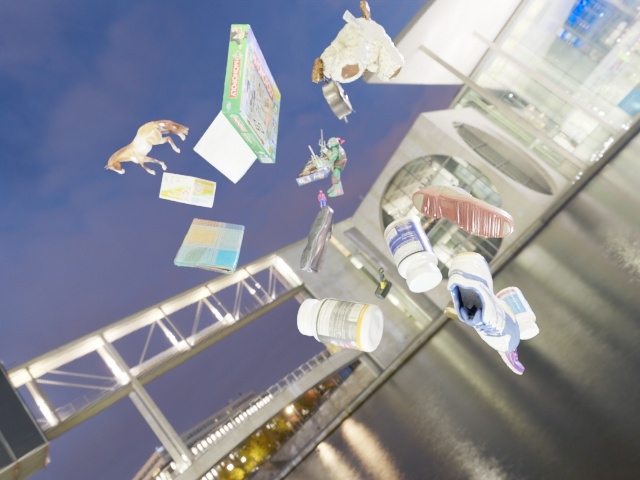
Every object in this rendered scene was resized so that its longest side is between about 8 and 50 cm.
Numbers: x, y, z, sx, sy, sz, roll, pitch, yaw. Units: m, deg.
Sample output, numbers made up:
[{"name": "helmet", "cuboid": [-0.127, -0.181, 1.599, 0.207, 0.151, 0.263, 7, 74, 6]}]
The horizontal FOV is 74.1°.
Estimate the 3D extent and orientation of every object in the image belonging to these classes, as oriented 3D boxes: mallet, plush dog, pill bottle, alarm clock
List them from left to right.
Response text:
[{"name": "alarm clock", "cuboid": [0.051, -0.512, 1.485, 0.064, 0.192, 0.129, -30, 30, 20]}, {"name": "pill bottle", "cuboid": [0.069, 0.290, 1.500, 0.162, 0.278, 0.162, -10, -79, -59]}, {"name": "plush dog", "cuboid": [0.086, -0.557, 1.270, 0.262, 0.211, 0.225, -17, 3, -35]}, {"name": "mallet", "cuboid": [0.183, 0.131, 1.280, 0.062, 0.039, 0.190, -60, -21, -10]}, {"name": "pill bottle", "cuboid": [0.352, 0.053, 1.613, 0.153, 0.265, 0.153, -10, -37, -8]}, {"name": "pill bottle", "cuboid": [0.914, 0.338, 1.968, 0.124, 0.222, 0.124, -6, -44, -5]}]

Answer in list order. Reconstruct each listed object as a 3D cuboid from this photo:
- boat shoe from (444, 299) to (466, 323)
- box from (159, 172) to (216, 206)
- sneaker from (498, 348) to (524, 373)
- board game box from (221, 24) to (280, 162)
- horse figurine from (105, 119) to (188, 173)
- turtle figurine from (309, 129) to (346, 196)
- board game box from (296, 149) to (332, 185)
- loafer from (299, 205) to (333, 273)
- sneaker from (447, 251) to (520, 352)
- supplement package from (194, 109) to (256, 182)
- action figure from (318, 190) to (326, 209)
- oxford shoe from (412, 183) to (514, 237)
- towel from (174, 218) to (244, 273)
[{"name": "boat shoe", "cuboid": [0.425, 0.210, 1.179, 0.056, 0.152, 0.049, 82, -148, -67]}, {"name": "box", "cuboid": [-0.534, -0.203, 1.704, 0.114, 0.203, 0.103, 7, -85, -56]}, {"name": "sneaker", "cuboid": [0.587, 0.335, 1.318, 0.071, 0.170, 0.068, -31, -4, 14]}, {"name": "board game box", "cuboid": [-0.167, -0.354, 1.087, 0.317, 0.046, 0.214, 49, -135, -78]}, {"name": "horse figurine", "cuboid": [-0.553, -0.307, 1.382, 0.263, 0.066, 0.174, -41, -32, 16]}, {"name": "turtle figurine", "cuboid": [0.039, -0.287, 1.555, 0.175, 0.118, 0.235, -52, -46, -64]}, {"name": "board game box", "cuboid": [-0.012, -0.376, 2.166, 0.164, 0.042, 0.243, -15, 30, 27]}, {"name": "loafer", "cuboid": [0.000, 0.000, 1.861, 0.109, 0.095, 0.303, 2, 69, 61]}, {"name": "sneaker", "cuboid": [0.383, 0.177, 1.028, 0.111, 0.297, 0.131, -20, 21, 43]}, {"name": "supplement package", "cuboid": [-0.343, -0.379, 1.671, 0.194, 0.203, 0.149, -46, 12, 21]}, {"name": "action figure", "cuboid": [0.010, -0.210, 2.225, 0.038, 0.115, 0.030, -9, -23, -3]}, {"name": "oxford shoe", "cuboid": [0.477, -0.119, 1.386, 0.130, 0.348, 0.123, -36, -43, -30]}, {"name": "towel", "cuboid": [-0.520, 0.019, 2.039, 0.370, 0.271, 0.040, -92, 14, -56]}]
